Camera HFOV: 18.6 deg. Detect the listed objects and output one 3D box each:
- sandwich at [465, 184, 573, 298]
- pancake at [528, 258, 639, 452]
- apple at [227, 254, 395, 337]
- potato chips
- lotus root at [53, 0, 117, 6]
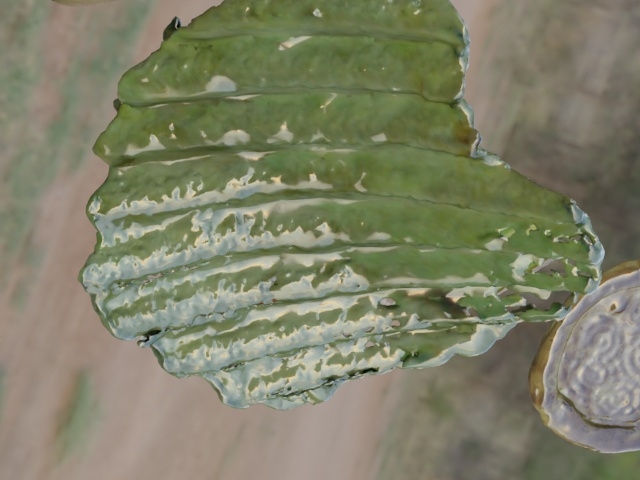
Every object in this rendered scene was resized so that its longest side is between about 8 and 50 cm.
[{"bbox_3d":[0.183,0.006,1.934,0.116,0.074,0.074,-33,175,-1],"label":"sandwich"},{"bbox_3d":[0.351,0.129,2.128,0.031,0.250,0.250,-114,-143,-60],"label":"pancake"},{"bbox_3d":[0.000,0.000,1.861,0.195,0.173,0.160,-34,128,-56],"label":"apple"},{"bbox_3d":[0.003,-0.016,1.493,0.389,0.373,0.097,-25,-153,27],"label":"potato chips"},{"bbox_3d":[-0.261,-0.284,1.825,0.078,0.183,0.203,-37,-178,-7],"label":"lotus root"}]
